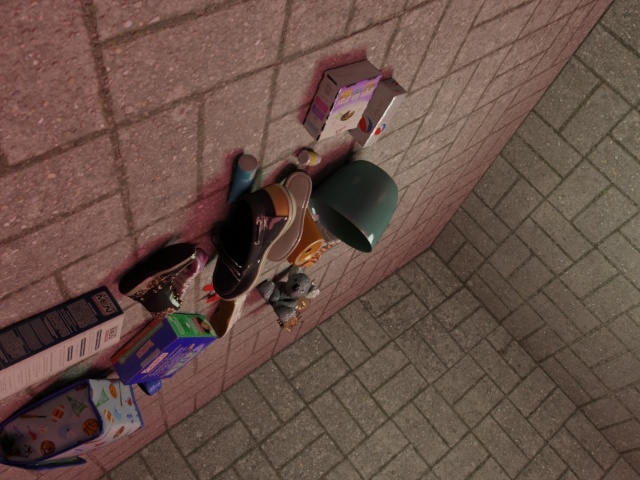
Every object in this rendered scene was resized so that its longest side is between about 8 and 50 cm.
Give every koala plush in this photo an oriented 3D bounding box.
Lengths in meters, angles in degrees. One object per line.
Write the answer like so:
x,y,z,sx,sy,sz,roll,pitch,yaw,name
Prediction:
-0.133,0.223,2.476,0.221,0.196,0.203,-39,175,-5,koala plush

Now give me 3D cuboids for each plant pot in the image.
0.133,-0.137,1.953,0.235,0.293,0.293,-51,166,-12,plant pot
-0.093,-0.028,1.881,0.205,0.188,0.205,-36,163,-13,plant pot

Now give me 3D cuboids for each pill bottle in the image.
-0.032,-0.250,1.696,0.043,0.043,0.083,-47,162,23,pill bottle

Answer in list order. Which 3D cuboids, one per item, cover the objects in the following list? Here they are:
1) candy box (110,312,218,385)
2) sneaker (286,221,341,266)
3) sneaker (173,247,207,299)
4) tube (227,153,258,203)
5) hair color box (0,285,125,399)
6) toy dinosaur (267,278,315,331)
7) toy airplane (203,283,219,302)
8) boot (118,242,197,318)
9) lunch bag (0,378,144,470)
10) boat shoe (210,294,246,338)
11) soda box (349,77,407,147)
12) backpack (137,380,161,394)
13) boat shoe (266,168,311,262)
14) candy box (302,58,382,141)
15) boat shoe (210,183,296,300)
-0.569,0.397,2.063,0.268,0.122,0.317,-41,164,6,candy box
0.000,0.000,2.315,0.321,0.124,0.180,-28,166,-4,sneaker
-0.419,0.104,1.707,0.236,0.095,0.104,-46,-179,30,sneaker
-0.213,-0.162,1.534,0.080,0.052,0.207,-26,166,-25,tube
-0.705,0.268,1.465,0.347,0.105,0.174,-26,158,-39,hair color box
-0.119,0.313,2.678,0.296,0.200,0.127,-32,162,-27,toy dinosaur
-0.385,0.185,2.077,0.151,0.028,0.151,-35,161,-14,toy airplane
-0.434,0.118,1.607,0.236,0.085,0.178,-32,140,-5,boot
-0.859,0.642,1.900,0.385,0.239,0.328,-23,163,-1,lunch bag
-0.370,0.305,2.295,0.096,0.098,0.277,-22,154,-44,boat shoe
0.176,-0.392,1.727,0.069,0.074,0.216,-25,158,-41,soda box
-0.678,0.546,2.211,0.101,0.120,0.098,-34,162,-19,backpack
-0.099,-0.078,1.749,0.091,0.114,0.302,-101,-145,-72,boat shoe
0.058,-0.378,1.515,0.165,0.070,0.196,-28,159,-36,candy box
-0.245,0.017,1.693,0.156,0.186,0.500,-11,151,-40,boat shoe
